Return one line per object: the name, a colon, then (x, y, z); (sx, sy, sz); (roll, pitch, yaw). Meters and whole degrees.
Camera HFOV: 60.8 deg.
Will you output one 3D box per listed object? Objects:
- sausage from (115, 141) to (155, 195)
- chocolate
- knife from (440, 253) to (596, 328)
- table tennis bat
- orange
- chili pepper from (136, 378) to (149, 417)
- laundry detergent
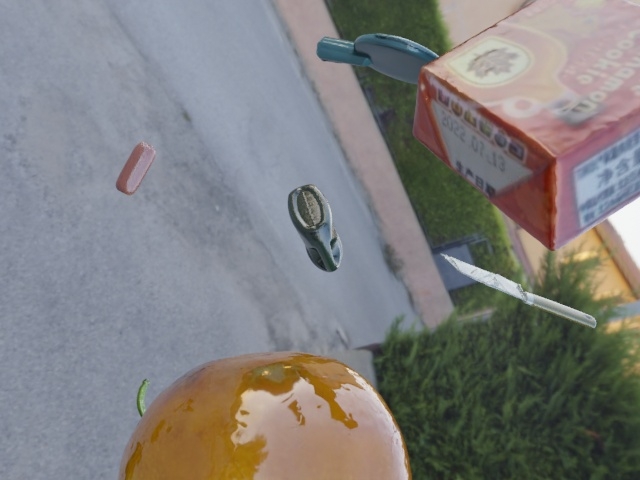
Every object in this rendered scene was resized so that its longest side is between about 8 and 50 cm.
sausage: (-0.511, -0.200, 1.513); (0.062, 0.154, 0.062); (31, 5, -3)
chocolate: (0.245, -0.142, 0.548); (0.235, 0.237, 0.108); (55, -9, 42)
knife: (0.326, 0.083, 0.903); (0.297, 0.017, 0.047); (20, 40, -10)
table tennis bat: (0.075, -0.242, 0.723); (0.124, 0.201, 0.033); (19, 94, -54)
orange: (-0.048, 0.218, 0.492); (0.261, 0.261, 0.261); (-18, 90, -73)
chili pepper: (-0.294, 0.275, 0.922); (0.017, 0.030, 0.083); (117, -35, -64)
laundry detergent: (0.000, 0.000, 1.080); (0.222, 0.078, 0.144); (71, -2, -54)
